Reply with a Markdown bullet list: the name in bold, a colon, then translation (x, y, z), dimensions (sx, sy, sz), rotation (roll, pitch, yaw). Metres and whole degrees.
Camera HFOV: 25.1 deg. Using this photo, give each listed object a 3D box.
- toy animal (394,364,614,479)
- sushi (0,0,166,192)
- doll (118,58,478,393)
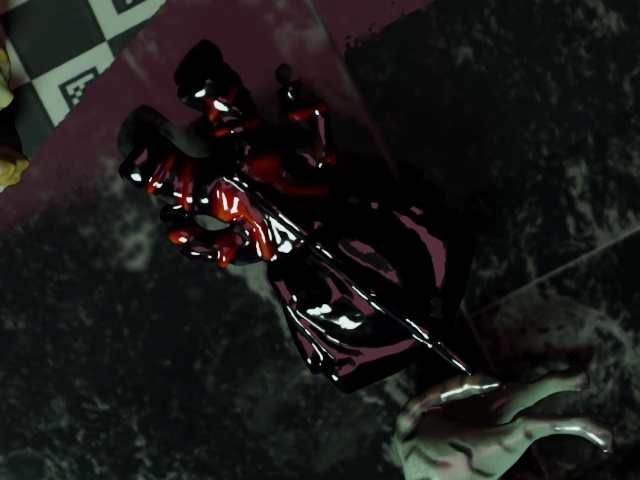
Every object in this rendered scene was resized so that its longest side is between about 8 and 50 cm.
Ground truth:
- **toy animal**: translation (0.126, 0.201, 0.969), dimensions (0.170, 0.090, 0.255), rotation (3, 107, -7)
- **sushi**: translation (-0.233, -0.105, 0.743), dimensions (0.264, 0.050, 0.290), rotation (-47, 137, 10)
- **doll**: translation (0.001, -0.002, 0.876), dimensions (0.248, 0.088, 0.127), rotation (35, 122, -10)
